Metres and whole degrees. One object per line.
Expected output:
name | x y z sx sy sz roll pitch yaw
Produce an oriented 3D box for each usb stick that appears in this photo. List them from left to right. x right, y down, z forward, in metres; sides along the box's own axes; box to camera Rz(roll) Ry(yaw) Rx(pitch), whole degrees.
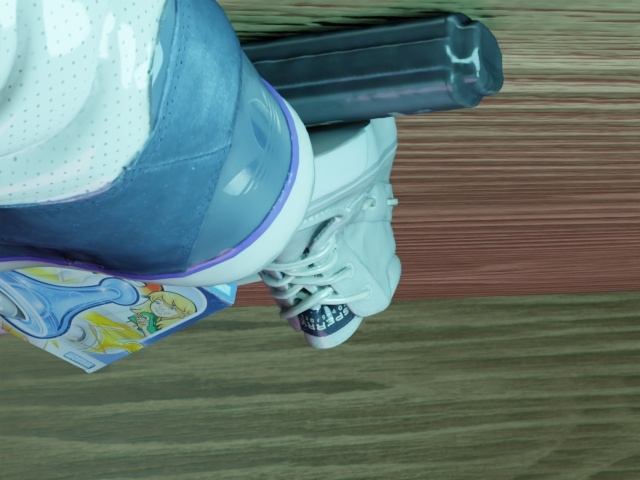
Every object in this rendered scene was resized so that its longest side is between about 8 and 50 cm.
usb stick | -0.050 -0.073 0.695 0.278 0.045 0.077 -6 173 19

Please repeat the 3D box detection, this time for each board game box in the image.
board game box | -0.162 -0.001 0.739 0.201 0.035 0.136 31 140 -31

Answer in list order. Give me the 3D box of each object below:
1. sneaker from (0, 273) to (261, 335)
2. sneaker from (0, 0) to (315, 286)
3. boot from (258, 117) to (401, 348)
sneaker | -0.188 0.000 0.907 0.366 0.135 0.150 2 169 -37
sneaker | -0.180 -0.060 0.495 0.323 0.130 0.236 3 164 25
boot | 0.000 0.000 0.742 0.095 0.123 0.258 -6 -170 18
